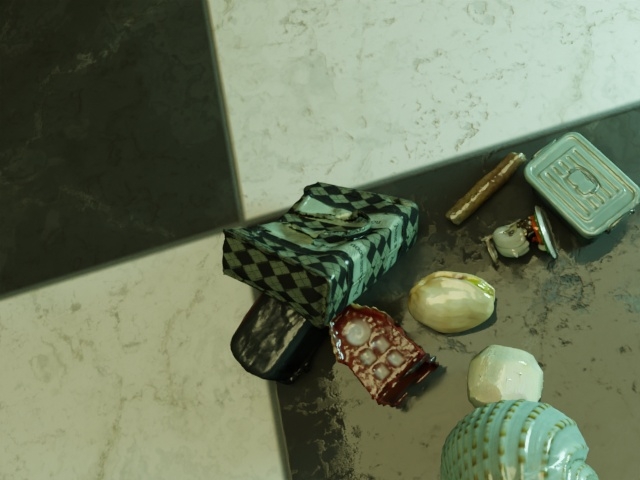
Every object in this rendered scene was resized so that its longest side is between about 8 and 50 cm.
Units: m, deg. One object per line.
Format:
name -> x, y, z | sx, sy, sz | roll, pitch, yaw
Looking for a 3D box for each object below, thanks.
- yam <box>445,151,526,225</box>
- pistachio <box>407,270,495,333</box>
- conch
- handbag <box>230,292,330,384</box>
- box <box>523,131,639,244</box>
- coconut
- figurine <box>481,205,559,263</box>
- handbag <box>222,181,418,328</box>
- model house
yam -> 0.401, -0.130, 1.701 | 0.241, 0.057, 0.057 | -42, 67, 3
pistachio -> 0.302, 0.142, 1.624 | 0.200, 0.117, 0.145 | -1, 112, 9
conch -> 0.380, 0.477, 1.361 | 0.319, 0.215, 0.303 | -14, 87, 17
handbag -> -0.088, 0.215, 1.679 | 0.181, 0.181, 0.254 | 32, 85, 24
box -> 0.591, -0.109, 1.595 | 0.163, 0.135, 0.243 | -40, 66, 1
coconut -> 0.392, 0.317, 1.512 | 0.161, 0.161, 0.162 | 9, 69, 19
figurine -> 0.458, 0.003, 1.621 | 0.153, 0.132, 0.132 | -20, 69, 23
handbag -> 0.000, 0.000, 1.624 | 0.316, 0.416, 0.180 | 23, 126, 27
model house -> 0.120, 0.241, 1.602 | 0.254, 0.196, 0.160 | 42, 91, 24
